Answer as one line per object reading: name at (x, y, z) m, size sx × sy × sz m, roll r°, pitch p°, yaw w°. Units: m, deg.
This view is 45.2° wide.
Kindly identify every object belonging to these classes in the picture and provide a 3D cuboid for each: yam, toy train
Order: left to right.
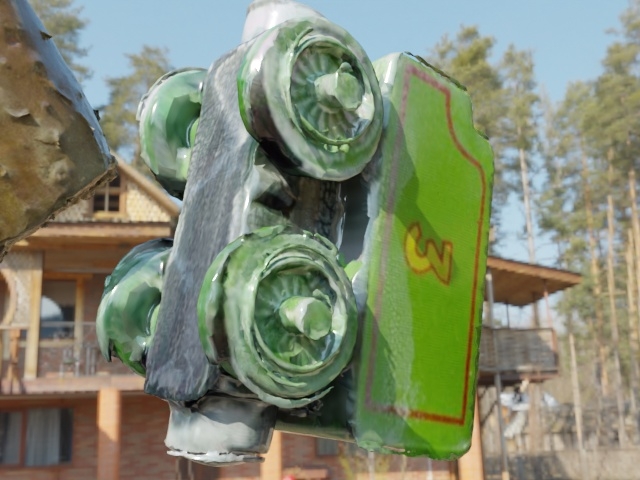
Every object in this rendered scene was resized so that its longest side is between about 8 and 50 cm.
yam at (-0.225, -0.105, 0.475) m, size 0.128 × 0.238 × 0.129 m, roll -22°, pitch 14°, yaw 13°
toy train at (0.000, 0.000, 0.527) m, size 0.248 × 0.307 × 0.173 m, roll 19°, pitch -18°, yaw -39°
